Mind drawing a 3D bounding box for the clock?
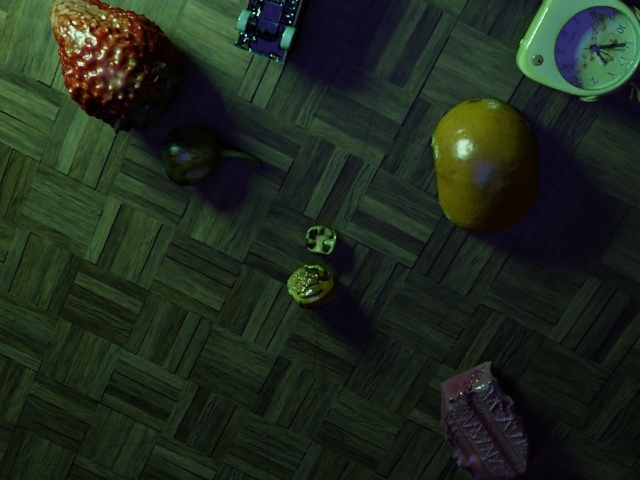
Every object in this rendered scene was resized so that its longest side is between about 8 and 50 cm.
[{"bbox_3d":[0.620,-0.432,1.708,0.308,0.096,0.235,25,108,-2],"label":"clock"}]

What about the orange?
[{"bbox_3d":[0.398,-0.178,1.823,0.275,0.274,0.310,0,77,7],"label":"orange"}]

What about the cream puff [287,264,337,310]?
[{"bbox_3d":[-0.023,0.116,1.954,0.133,0.119,0.104,22,152,30],"label":"cream puff"}]

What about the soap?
[{"bbox_3d":[0.442,0.504,2.020,0.220,0.127,0.324,-28,104,15],"label":"soap"}]

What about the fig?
[{"bbox_3d":[-0.269,-0.207,1.881,0.246,0.149,0.149,0,109,-7],"label":"fig"}]

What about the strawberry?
[{"bbox_3d":[-0.492,-0.436,1.755,0.267,0.312,0.351,-38,82,-4],"label":"strawberry"}]

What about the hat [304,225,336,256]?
[{"bbox_3d":[0.000,0.001,1.946,0.077,0.059,0.076,13,93,-3],"label":"hat"}]

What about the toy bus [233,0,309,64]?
[{"bbox_3d":[-0.088,-0.561,1.717,0.139,0.167,0.275,20,114,0],"label":"toy bus"}]
